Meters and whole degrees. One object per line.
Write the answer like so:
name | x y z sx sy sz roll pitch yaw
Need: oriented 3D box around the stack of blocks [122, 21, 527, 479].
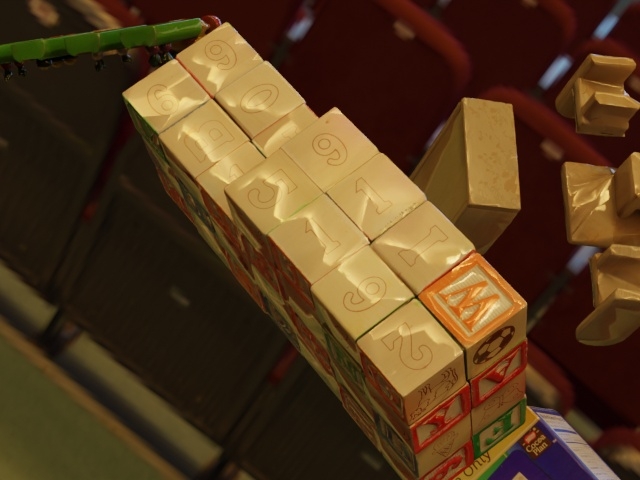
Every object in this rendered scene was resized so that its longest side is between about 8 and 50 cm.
stack of blocks | 0.000 0.000 0.958 0.087 0.171 0.297 -36 62 -12

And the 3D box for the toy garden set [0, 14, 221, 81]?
toy garden set | -0.242 -0.211 1.734 0.204 0.244 0.049 -29 113 -65

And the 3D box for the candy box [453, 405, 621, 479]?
candy box | 0.235 0.370 1.570 0.317 0.268 0.122 48 9 25

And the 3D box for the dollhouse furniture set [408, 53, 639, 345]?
dollhouse furniture set | 0.335 -0.033 2.065 0.394 0.256 0.362 7 63 -14
